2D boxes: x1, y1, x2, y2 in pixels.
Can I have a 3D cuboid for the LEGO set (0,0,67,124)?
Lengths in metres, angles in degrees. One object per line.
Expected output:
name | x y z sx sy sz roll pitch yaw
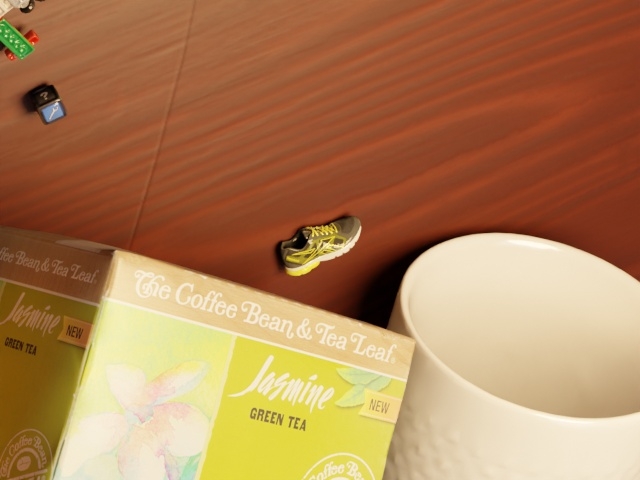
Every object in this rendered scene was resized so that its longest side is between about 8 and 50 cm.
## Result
LEGO set | -0.300 -0.139 1.255 0.244 0.060 0.182 -4 133 -30

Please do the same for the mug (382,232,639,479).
mug | 0.126 0.195 1.615 0.374 0.276 0.328 11 125 -4

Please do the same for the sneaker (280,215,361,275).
sneaker | 0.000 0.000 1.534 0.083 0.031 0.035 -34 131 -9

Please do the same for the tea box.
tea box | -0.140 0.183 1.367 0.329 0.220 0.323 18 84 -42
